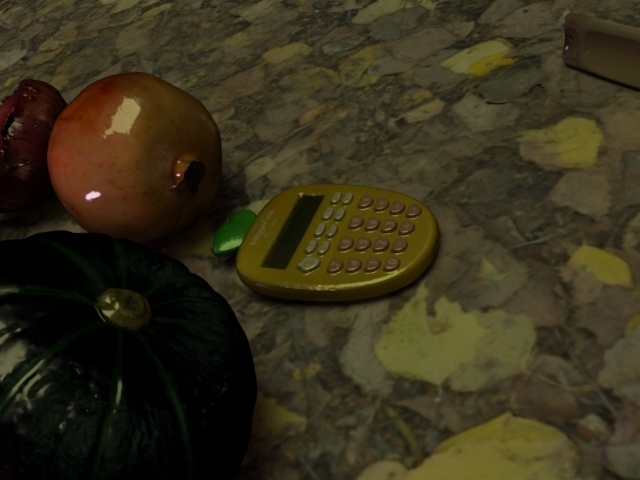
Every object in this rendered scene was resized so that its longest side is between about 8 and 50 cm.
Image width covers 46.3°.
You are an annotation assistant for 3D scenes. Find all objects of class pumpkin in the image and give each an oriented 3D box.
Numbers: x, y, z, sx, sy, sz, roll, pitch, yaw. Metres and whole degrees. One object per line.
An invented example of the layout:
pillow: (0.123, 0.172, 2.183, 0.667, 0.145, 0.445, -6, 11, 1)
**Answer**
pumpkin: (-0.178, 0.128, 0.558, 0.248, 0.248, 0.248, -14, 40, 12)

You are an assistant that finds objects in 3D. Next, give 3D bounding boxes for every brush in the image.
brush: (0.365, -0.161, 0.707, 0.050, 0.060, 0.321, -27, 38, -23)

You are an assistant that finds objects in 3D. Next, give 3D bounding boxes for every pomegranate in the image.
pomegranate: (-0.196, -0.085, 0.813, 0.191, 0.191, 0.191, -14, 40, 12)

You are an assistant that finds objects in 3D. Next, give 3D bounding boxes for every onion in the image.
onion: (-0.369, -0.113, 0.966, 0.184, 0.147, 0.184, -53, 25, 39)

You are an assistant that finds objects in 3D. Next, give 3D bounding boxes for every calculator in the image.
calculator: (0.000, 0.000, 0.729, 0.234, 0.032, 0.146, 4, 47, 28)
